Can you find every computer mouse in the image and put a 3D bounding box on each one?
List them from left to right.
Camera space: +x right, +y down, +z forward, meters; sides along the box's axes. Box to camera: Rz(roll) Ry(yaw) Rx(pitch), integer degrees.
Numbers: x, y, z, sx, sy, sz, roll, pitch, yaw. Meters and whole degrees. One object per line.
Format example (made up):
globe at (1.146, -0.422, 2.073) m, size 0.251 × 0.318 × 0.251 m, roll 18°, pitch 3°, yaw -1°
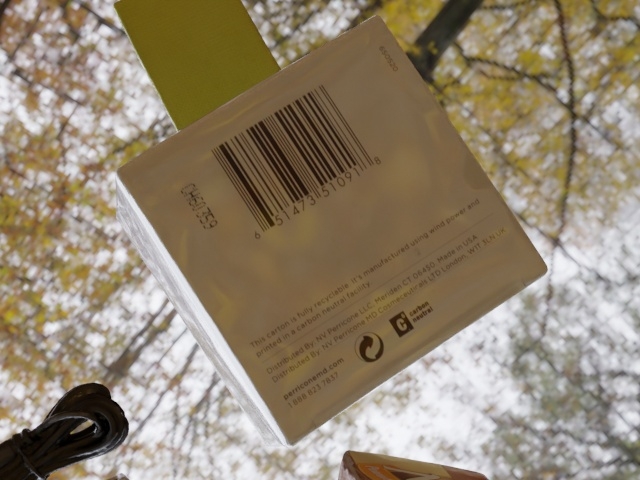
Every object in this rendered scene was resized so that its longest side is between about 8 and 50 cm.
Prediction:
computer mouse at (-0.106, 0.148, 0.589) m, size 0.042 × 0.106 × 0.193 m, roll 50°, pitch 173°, yaw 39°

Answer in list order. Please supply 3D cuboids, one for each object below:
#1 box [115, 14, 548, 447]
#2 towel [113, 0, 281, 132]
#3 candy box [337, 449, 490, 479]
box at (0.000, 0.000, 0.714) m, size 0.181 × 0.119 × 0.182 m, roll -33°, pitch -94°, yaw -12°
towel at (-0.077, -0.118, 0.993) m, size 0.102 × 0.021 × 0.237 m, roll -26°, pitch -108°, yaw -11°
candy box at (0.032, 0.281, 0.571) m, size 0.088 × 0.316 × 0.183 m, roll 11°, pitch -173°, yaw -12°
